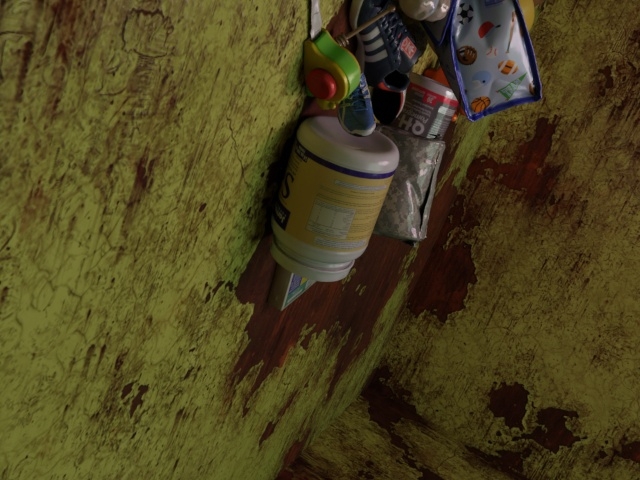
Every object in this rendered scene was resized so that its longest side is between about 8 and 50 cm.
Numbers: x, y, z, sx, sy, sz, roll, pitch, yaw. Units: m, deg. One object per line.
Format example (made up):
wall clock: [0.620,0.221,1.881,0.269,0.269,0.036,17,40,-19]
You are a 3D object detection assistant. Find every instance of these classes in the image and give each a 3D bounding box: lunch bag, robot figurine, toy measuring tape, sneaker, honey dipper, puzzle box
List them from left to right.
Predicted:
puzzle box: [0.000,0.000,2.076,0.409,0.052,0.272,-38,151,-53]
toy measuring tape: [0.029,-0.388,1.472,0.121,0.121,0.330,-51,160,-31]
sneaker: [0.069,-0.321,1.606,0.080,0.211,0.081,-15,152,-6]
honey dipper: [0.091,-0.457,1.548,0.160,0.030,0.030,-31,165,9]
lunch bag: [0.183,-0.154,1.929,0.212,0.256,0.305,-4,108,-64]
sneaker: [0.159,-0.472,1.656,0.131,0.148,0.350,-56,162,-18]
sneaker: [0.219,-0.451,1.958,0.145,0.090,0.270,-46,154,-35]
robot figurine: [0.427,-0.473,2.293,0.158,0.219,0.128,-59,162,-12]
lunch bag: [0.369,-0.545,1.776,0.328,0.239,0.385,-100,168,-48]

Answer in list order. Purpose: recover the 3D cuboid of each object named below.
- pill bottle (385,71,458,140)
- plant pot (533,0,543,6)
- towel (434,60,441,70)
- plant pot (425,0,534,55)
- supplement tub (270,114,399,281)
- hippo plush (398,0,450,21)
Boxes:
pill bottle: [0.281,-0.327,2.174,0.176,0.176,0.318,-18,133,-66]
plant pot: [0.584,-0.863,2.198,0.237,0.237,0.254,-62,150,0]
towel: [0.402,-0.560,2.417,0.110,0.027,0.148,-32,146,-60]
plant pot: [0.443,-0.639,2.096,0.239,0.254,0.254,-38,155,-20]
supplement tub: [0.022,-0.097,1.679,0.241,0.241,0.331,-32,146,-58]
hippo plush: [0.264,-0.603,1.487,0.236,0.234,0.294,-23,-172,39]
